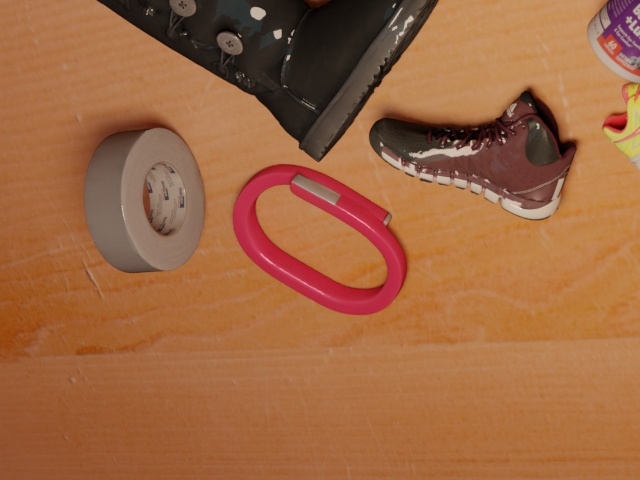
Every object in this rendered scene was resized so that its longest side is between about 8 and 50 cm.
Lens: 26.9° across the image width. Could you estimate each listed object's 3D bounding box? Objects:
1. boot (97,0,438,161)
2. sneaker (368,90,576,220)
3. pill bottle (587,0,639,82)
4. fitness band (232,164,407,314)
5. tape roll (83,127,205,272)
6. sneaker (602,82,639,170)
[{"bbox_3d":[-0.091,-0.357,1.798,0.445,0.146,0.367,39,130,1],"label":"boot"},{"bbox_3d":[0.217,-0.149,1.822,0.281,0.106,0.162,20,126,-1],"label":"sneaker"},{"bbox_3d":[0.418,-0.288,1.600,0.108,0.108,0.193,38,132,-3],"label":"pill bottle"},{"bbox_3d":[0.000,0.000,2.066,0.291,0.054,0.209,31,134,4],"label":"fitness band"},{"bbox_3d":[-0.264,-0.060,2.037,0.072,0.219,0.219,-4,122,28],"label":"tape roll"},{"bbox_3d":[0.430,-0.179,1.694,0.094,0.081,0.208,36,132,2],"label":"sneaker"}]
